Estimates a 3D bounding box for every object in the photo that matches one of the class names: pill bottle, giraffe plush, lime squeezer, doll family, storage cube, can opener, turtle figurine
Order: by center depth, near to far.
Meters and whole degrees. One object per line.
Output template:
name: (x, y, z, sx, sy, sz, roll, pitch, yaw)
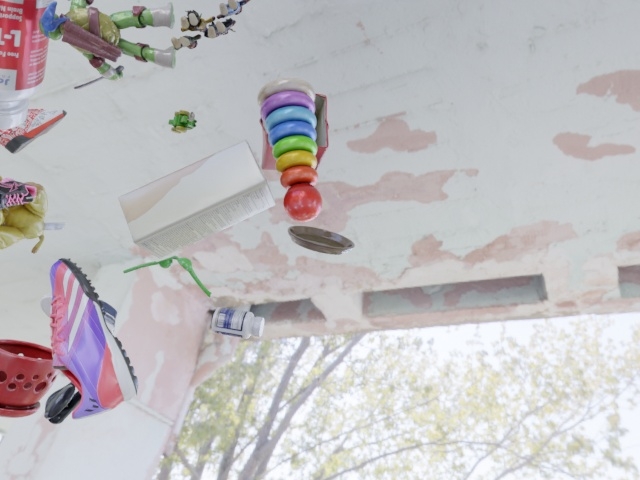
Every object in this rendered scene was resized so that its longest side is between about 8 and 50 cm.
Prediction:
can opener: (-0.505, 0.304, 0.962, 0.073, 0.186, 0.059, -12, -60, 38)
doll family: (-0.234, -0.465, 0.967, 0.192, 0.111, 0.076, -12, -70, 7)
pill bottle: (-0.734, -0.465, 1.000, 0.228, 0.229, 0.408, 24, -54, -14)
turtle figurine: (-0.469, -0.479, 1.033, 0.266, 0.198, 0.274, 1, -4, -12)
giraffe plush: (-0.763, -0.078, 1.093, 0.170, 0.182, 0.210, 25, -5, 17)
storage cube: (-0.090, -0.340, 1.429, 0.214, 0.184, 0.193, 1, -15, -11)
lime squeezer: (-0.519, 0.102, 1.579, 0.310, 0.059, 0.110, 16, -78, -5)
pill bottle: (-0.289, 0.294, 1.594, 0.169, 0.094, 0.094, 9, -39, 5)

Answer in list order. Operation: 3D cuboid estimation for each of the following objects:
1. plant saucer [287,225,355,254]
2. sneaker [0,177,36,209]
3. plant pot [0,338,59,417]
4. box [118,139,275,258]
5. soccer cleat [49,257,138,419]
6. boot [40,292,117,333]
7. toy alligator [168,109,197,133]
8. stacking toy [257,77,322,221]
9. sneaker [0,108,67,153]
plant saucer: (0.000, 0.000, 1.807, 0.277, 0.278, 0.041, 13, -77, -1)
sneaker: (-0.506, -0.073, 0.739, 0.057, 0.119, 0.047, 12, -72, -14)
plant pot: (-0.841, 0.384, 1.251, 0.191, 0.174, 0.191, 17, -11, 3)
box: (-0.273, -0.090, 1.036, 0.311, 0.121, 0.148, -25, -17, -5)
soccer cleat: (-0.456, 0.173, 0.842, 0.318, 0.116, 0.109, 56, -35, 16)
boot: (-0.605, 0.174, 1.139, 0.069, 0.086, 0.190, -36, -55, 12)
toy alligator: (-0.364, -0.324, 1.239, 0.051, 0.056, 0.189, 11, 0, -38)
stacking toy: (-0.062, -0.201, 1.053, 0.141, 0.331, 0.141, -7, -13, -2)
sneaker: (-0.957, -0.403, 1.460, 0.090, 0.270, 0.145, -26, -62, 32)
